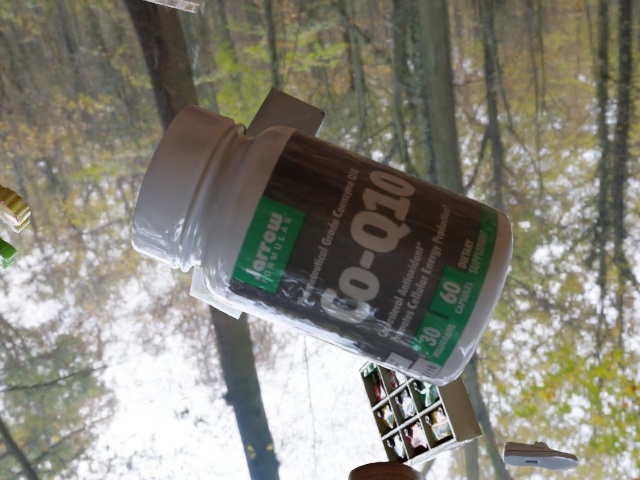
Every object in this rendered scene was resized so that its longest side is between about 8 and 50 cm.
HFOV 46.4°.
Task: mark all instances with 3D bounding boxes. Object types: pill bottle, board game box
[{"bbox_3d":[0.000,0.000,0.799,0.361,0.204,0.204,21,-154,1],"label":"pill bottle"},{"bbox_3d":[-0.100,-0.046,1.136,0.097,0.303,0.224,25,-121,2],"label":"board game box"}]

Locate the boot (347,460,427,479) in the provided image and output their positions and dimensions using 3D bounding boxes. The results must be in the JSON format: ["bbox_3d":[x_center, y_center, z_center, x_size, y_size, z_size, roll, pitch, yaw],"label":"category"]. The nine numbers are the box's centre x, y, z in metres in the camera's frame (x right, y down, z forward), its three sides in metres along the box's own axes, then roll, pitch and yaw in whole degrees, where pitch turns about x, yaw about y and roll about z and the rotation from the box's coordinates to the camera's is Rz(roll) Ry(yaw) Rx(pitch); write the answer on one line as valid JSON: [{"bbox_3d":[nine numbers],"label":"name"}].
[{"bbox_3d":[0.112,0.329,0.614,0.109,0.283,0.220,-20,-132,22],"label":"boot"}]

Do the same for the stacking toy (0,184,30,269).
[{"bbox_3d":[-0.379,0.047,0.780,0.167,0.052,0.221,-53,-176,-30],"label":"stacking toy"}]

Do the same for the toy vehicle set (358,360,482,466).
[{"bbox_3d":[0.127,0.219,1.037,0.035,0.166,0.267,-11,158,-18],"label":"toy vehicle set"}]

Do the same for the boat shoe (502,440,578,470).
[{"bbox_3d":[0.304,0.293,1.033,0.100,0.035,0.035,-2,-139,18],"label":"boat shoe"}]

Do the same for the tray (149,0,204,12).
[{"bbox_3d":[-0.120,-0.518,1.055,0.411,0.076,0.203,-49,178,17],"label":"tray"}]
